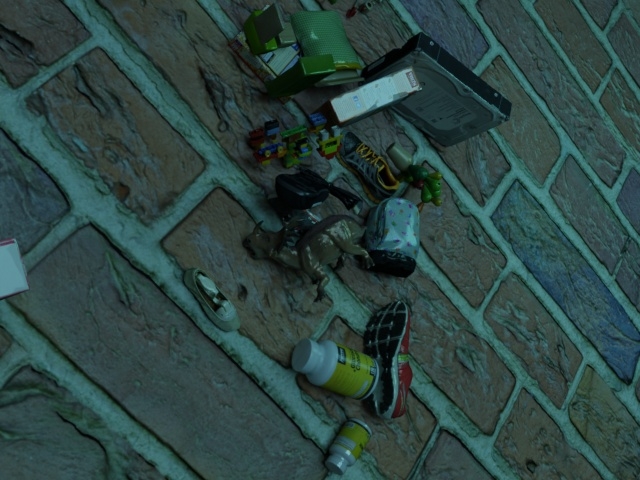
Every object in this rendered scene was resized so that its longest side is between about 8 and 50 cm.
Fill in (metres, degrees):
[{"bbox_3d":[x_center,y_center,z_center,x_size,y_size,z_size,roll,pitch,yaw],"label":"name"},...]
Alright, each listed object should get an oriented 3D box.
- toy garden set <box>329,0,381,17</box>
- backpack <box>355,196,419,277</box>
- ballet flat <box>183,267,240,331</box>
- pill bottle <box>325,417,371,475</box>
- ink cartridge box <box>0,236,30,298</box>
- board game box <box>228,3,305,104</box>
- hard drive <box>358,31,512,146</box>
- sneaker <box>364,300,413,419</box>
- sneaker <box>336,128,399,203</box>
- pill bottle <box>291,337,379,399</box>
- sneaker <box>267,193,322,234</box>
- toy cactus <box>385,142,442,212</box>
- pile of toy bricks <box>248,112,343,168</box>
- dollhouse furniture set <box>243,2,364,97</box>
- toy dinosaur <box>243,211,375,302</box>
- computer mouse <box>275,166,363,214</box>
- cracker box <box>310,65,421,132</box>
[{"bbox_3d":[0.105,-0.706,2.002,0.204,0.049,0.244,49,54,-15],"label":"toy garden set"},{"bbox_3d":[0.177,-0.012,1.823,0.151,0.115,0.182,18,65,-29],"label":"backpack"},{"bbox_3d":[-0.218,0.125,1.533,0.168,0.052,0.057,49,54,-15],"label":"ballet flat"},{"bbox_3d":[0.059,0.456,1.638,0.065,0.065,0.116,50,55,-15],"label":"pill bottle"},{"bbox_3d":[-0.578,0.070,1.178,0.158,0.217,0.092,-19,94,-38],"label":"ink cartridge box"},{"bbox_3d":[-0.106,-0.446,1.777,0.193,0.045,0.147,47,55,-17],"label":"board game box"},{"bbox_3d":[0.299,-0.380,1.937,0.338,0.236,0.064,29,62,-28],"label":"hard drive"},{"bbox_3d":[0.171,0.285,1.765,0.118,0.107,0.279,31,63,-47],"label":"sneaker"},{"bbox_3d":[0.120,-0.193,1.851,0.215,0.083,0.084,50,56,-13],"label":"sneaker"},{"bbox_3d":[0.031,0.280,1.641,0.184,0.103,0.103,26,64,-29],"label":"pill bottle"},{"bbox_3d":[-0.059,-0.049,1.696,0.158,0.061,0.065,34,66,-24],"label":"sneaker"},{"bbox_3d":[0.228,-0.166,1.867,0.112,0.219,0.180,-43,106,10],"label":"toy cactus"},{"bbox_3d":[-0.063,-0.211,1.711,0.212,0.105,0.118,-20,49,-20],"label":"pile of toy bricks"},{"bbox_3d":[0.002,-0.465,1.736,0.301,0.151,0.198,-18,89,-39],"label":"dollhouse furniture set"},{"bbox_3d":[0.000,0.000,1.653,0.295,0.127,0.200,-31,109,-24],"label":"toy dinosaur"},{"bbox_3d":[-0.004,-0.089,1.651,0.184,0.060,0.262,29,16,7],"label":"computer mouse"},{"bbox_3d":[0.108,-0.333,1.790,0.232,0.155,0.067,-26,94,-16],"label":"cracker box"}]
